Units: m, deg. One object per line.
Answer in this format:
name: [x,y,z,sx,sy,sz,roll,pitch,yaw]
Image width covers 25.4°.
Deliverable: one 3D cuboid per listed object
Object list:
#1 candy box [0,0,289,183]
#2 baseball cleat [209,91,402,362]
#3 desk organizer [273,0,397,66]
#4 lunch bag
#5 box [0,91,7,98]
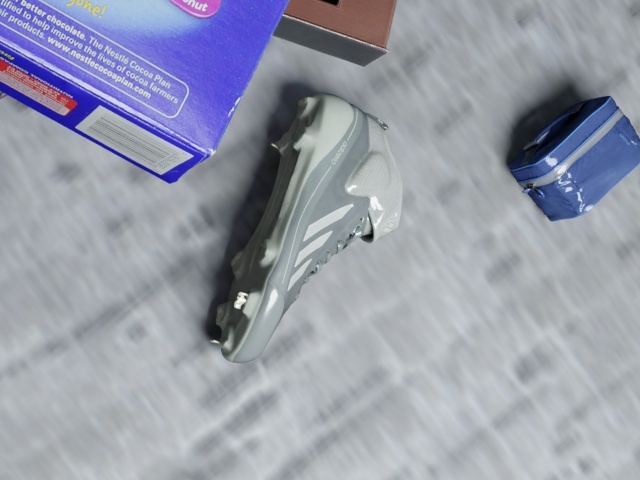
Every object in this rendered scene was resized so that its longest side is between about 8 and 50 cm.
candy box: [-0.121,-0.238,0.831,0.268,0.122,0.317,30,77,-15]
baseball cleat: [0.000,0.000,1.008,0.109,0.072,0.206,24,81,-24]
desk organizer: [-0.012,-0.174,1.031,0.130,0.047,0.050,16,77,-19]
lunch bag: [0.192,-0.064,1.087,0.098,0.067,0.065,-41,99,-18]
box: [-0.221,-0.225,0.920,0.213,0.117,0.243,-32,98,-20]
